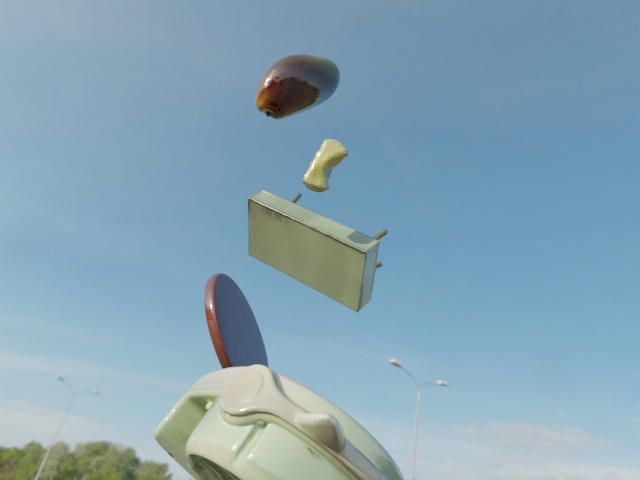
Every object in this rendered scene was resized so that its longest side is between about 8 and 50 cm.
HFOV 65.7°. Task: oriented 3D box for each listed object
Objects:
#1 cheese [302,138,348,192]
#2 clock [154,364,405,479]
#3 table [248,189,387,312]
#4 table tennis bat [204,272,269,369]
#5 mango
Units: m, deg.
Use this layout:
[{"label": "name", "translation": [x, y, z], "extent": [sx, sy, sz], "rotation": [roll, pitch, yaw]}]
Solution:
[{"label": "cheese", "translation": [0.008, -0.108, 0.726], "extent": [0.044, 0.083, 0.030], "rotation": [24, -15, 12]}, {"label": "clock", "translation": [-0.035, 0.256, 0.543], "extent": [0.265, 0.108, 0.324], "rotation": [46, -36, -5]}, {"label": "table", "translation": [0.000, 0.000, 0.850], "extent": [0.240, 0.111, 0.121], "rotation": [26, -52, 28]}, {"label": "table tennis bat", "translation": [-0.162, 0.268, 1.114], "extent": [0.051, 0.414, 0.268], "rotation": [-21, -4, 7]}, {"label": "mango", "translation": [-0.049, -0.384, 1.203], "extent": [0.111, 0.268, 0.133], "rotation": [-22, -79, 56]}]
